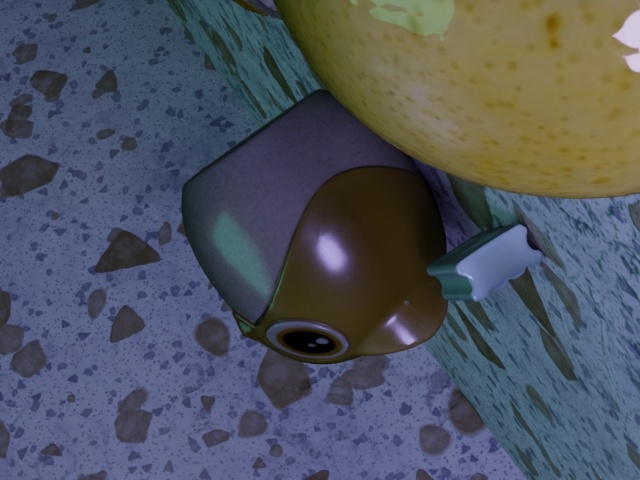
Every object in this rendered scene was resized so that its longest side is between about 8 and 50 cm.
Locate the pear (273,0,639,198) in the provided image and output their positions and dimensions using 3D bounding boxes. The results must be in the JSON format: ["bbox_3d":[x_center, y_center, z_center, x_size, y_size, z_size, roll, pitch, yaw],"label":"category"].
[{"bbox_3d":[0.122,-0.189,0.566,0.348,0.348,0.348,55,173,11],"label":"pear"}]

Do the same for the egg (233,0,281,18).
[{"bbox_3d":[-0.123,-0.462,1.736,0.286,0.174,0.264,29,-172,-37],"label":"egg"}]

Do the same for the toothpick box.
[{"bbox_3d":[0.000,0.000,1.911,0.425,0.409,0.409,54,173,-7],"label":"toothpick box"}]

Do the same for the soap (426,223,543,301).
[{"bbox_3d":[0.235,0.034,1.648,0.066,0.119,0.198,59,173,-1],"label":"soap"}]
